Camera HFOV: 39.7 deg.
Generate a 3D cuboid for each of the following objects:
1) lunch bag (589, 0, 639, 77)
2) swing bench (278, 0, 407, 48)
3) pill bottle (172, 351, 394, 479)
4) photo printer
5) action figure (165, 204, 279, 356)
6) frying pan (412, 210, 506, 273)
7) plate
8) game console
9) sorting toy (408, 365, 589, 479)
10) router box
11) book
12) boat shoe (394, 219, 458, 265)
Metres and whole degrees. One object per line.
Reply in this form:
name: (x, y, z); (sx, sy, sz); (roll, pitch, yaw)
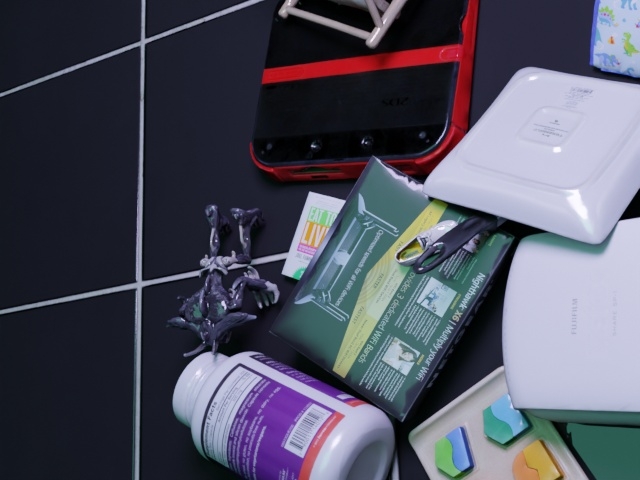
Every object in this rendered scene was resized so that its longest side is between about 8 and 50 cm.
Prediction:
lunch bag: (0.444, -0.297, 1.208); (0.129, 0.096, 0.151); (23, 120, 34)
swing bench: (0.063, -0.469, 1.412); (0.255, 0.165, 0.253); (-44, 44, -14)
pill bottle: (-0.063, 0.279, 1.316); (0.323, 0.181, 0.181); (20, 88, 34)
photo printer: (0.361, 0.100, 1.107); (0.308, 0.107, 0.255); (-10, 70, 50)
action figure: (-0.151, 0.079, 1.451); (0.164, 0.141, 0.275); (-9, 57, 27)
frying pan: (0.280, -0.048, 1.201); (0.197, 0.053, 0.326); (17, 61, 26)
plate: (0.312, -0.137, 1.186); (0.277, 0.045, 0.278); (20, 60, 41)
game console: (0.066, -0.268, 1.462); (0.387, 0.060, 0.341); (0, 72, 31)
sorting toy: (0.238, 0.305, 1.210); (0.193, 0.038, 0.208); (-40, 61, 17)
router box: (0.107, 0.068, 1.298); (0.243, 0.081, 0.308); (33, 96, 20)
book: (0.000, 0.000, 1.442); (0.096, 0.035, 0.144); (17, 88, 37)
boat shoe: (0.146, 0.003, 1.227); (0.100, 0.035, 0.035); (-29, 75, 15)
